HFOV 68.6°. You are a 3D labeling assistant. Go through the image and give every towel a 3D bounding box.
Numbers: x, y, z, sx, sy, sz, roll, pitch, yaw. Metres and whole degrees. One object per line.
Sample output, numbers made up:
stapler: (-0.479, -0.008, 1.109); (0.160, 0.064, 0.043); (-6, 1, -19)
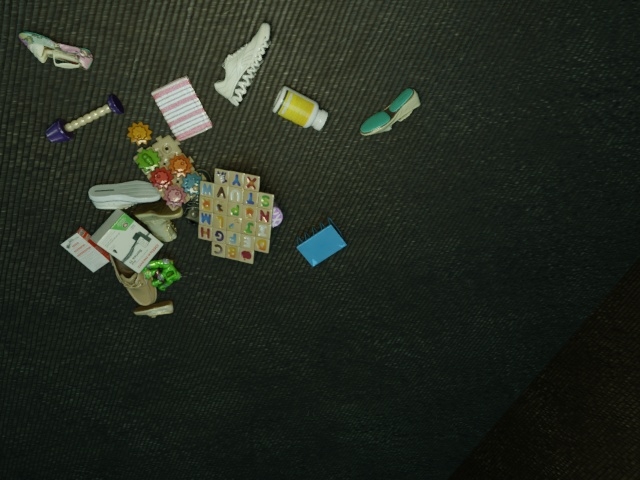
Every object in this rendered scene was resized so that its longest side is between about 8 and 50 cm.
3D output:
towel: (-0.491, -0.467, 1.673); (0.144, 0.029, 0.197); (-22, 117, 6)

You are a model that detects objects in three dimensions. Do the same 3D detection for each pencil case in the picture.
pencil case: (-0.201, -0.117, 1.805); (0.088, 0.206, 0.086); (-41, 115, 6)

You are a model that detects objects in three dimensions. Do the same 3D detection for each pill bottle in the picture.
pill bottle: (-0.071, -0.467, 1.678); (0.184, 0.103, 0.103); (23, 114, -18)

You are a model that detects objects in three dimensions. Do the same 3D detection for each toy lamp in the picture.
toy lamp: (-0.822, -0.416, 1.632); (0.275, 0.080, 0.080); (-22, 120, 5)

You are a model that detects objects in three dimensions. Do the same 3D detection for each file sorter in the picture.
file sorter: (0.000, 0.000, 1.951); (0.170, 0.104, 0.118); (-33, 117, 11)

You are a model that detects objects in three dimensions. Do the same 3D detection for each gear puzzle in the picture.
gear puzzle: (-0.567, -0.289, 1.700); (0.175, 0.044, 0.339); (-37, 99, -13)

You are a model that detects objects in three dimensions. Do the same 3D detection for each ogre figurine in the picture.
ogre figurine: (-0.657, 0.137, 1.951); (0.118, 0.097, 0.197); (-21, 124, -2)

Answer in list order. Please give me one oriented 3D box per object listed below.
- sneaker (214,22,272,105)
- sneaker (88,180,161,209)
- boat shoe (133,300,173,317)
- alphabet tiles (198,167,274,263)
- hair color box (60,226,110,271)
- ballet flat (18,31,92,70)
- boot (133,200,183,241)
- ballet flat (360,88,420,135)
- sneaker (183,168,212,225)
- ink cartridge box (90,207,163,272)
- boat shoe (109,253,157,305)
sneaker: (-0.259, -0.605, 1.583); (0.118, 0.110, 0.292); (30, 112, -12)
sneaker: (-0.737, -0.168, 1.789); (0.258, 0.094, 0.091); (0, 147, -9)
boat shoe: (-0.731, 0.311, 2.063); (0.170, 0.063, 0.059); (-9, 114, -3)
alphabet tiles: (-0.315, -0.085, 1.724); (0.285, 0.011, 0.342); (12, 113, 10)
hair color box: (-0.938, 0.038, 1.889); (0.093, 0.053, 0.167); (-32, 120, 12)
ballet flat: (-0.858, -0.604, 1.514); (0.221, 0.077, 0.079); (12, 75, -17)
boot: (-0.594, -0.069, 1.818); (0.213, 0.077, 0.165); (-2, 138, 21)
ballet flat: (0.264, -0.457, 1.744); (0.248, 0.086, 0.086); (-36, 117, 12)
sneaker: (-0.466, -0.154, 1.795); (0.087, 0.130, 0.227); (12, 115, -15)
ink cartridge box: (-0.732, 0.005, 1.788); (0.153, 0.087, 0.208); (-54, 133, -14)
boat shoe: (-0.783, 0.147, 1.935); (0.121, 0.110, 0.341); (-15, 120, 2)
